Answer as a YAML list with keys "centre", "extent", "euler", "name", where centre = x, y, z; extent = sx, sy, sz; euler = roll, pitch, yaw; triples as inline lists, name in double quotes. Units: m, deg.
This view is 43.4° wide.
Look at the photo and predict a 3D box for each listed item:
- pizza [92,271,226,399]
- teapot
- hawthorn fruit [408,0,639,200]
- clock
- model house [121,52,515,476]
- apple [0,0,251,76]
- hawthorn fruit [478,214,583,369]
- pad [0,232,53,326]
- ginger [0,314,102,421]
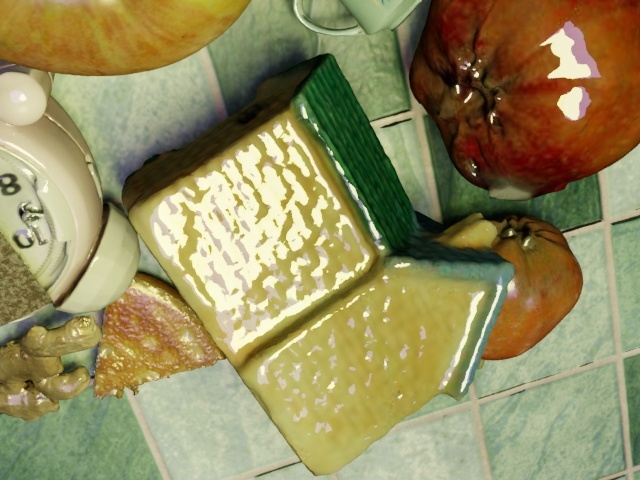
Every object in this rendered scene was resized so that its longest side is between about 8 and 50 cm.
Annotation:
- centre: [-0.254, 0.136, 1.112]
  extent: [0.193, 0.053, 0.201]
  euler: [-38, 110, 8]
  name: "pizza"
- centre: [0.061, -0.329, 0.919]
  extent: [0.159, 0.159, 0.232]
  euler: [31, 117, -22]
  name: "teapot"
- centre: [0.265, -0.211, 0.944]
  extent: [0.308, 0.324, 0.309]
  euler: [12, 113, 28]
  name: "hawthorn fruit"
- centre: [-0.407, -0.036, 0.940]
  extent: [0.341, 0.184, 0.326]
  euler: [-11, 119, 2]
  name: "clock"
- centre: [0.000, 0.000, 0.978]
  extent: [0.342, 0.334, 0.382]
  euler: [-35, 111, -6]
  name: "model house"
- centre: [-0.220, -0.356, 0.739]
  extent: [0.399, 0.334, 0.401]
  euler: [-4, 135, -4]
  name: "apple"
- centre: [0.250, 0.084, 1.126]
  extent: [0.199, 0.199, 0.251]
  euler: [-1, 126, -10]
  name: "hawthorn fruit"
- centre: [-0.443, 0.059, 0.896]
  extent: [0.234, 0.003, 0.158]
  euler: [-23, 124, 4]
  name: "pad"
- centre: [-0.370, 0.170, 1.077]
  extent: [0.258, 0.065, 0.149]
  euler: [-28, 130, 24]
  name: "ginger"
